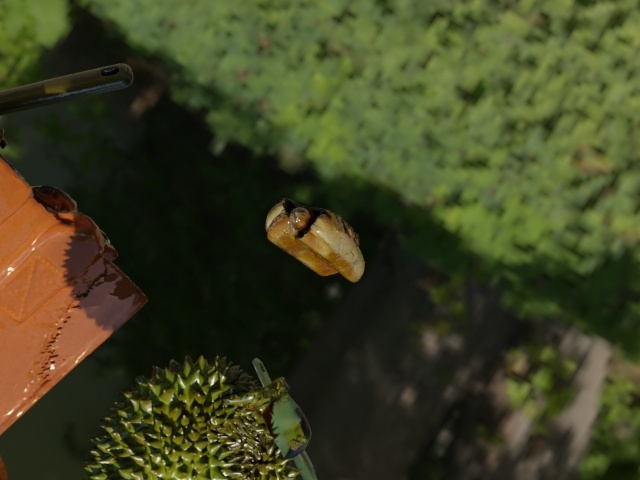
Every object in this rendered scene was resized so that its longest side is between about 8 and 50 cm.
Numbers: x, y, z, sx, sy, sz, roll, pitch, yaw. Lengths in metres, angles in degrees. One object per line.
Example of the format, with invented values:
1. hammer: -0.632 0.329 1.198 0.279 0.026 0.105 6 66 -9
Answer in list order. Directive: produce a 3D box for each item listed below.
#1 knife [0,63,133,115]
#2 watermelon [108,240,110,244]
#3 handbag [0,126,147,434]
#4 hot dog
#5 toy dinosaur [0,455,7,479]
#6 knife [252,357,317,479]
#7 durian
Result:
1. knife: -0.346 -0.123 1.788 0.061 0.343 0.027 -108 5 -46
2. watermelon: -0.226 0.032 1.821 0.061 0.085 0.085 53 172 1
3. handbag: -0.375 0.010 1.577 0.410 0.303 0.116 44 -173 -43
4. hot dog: 0.000 0.000 2.600 0.109 0.072 0.269 16 173 18
5. toy dinosaur: -0.516 0.152 2.535 0.208 0.432 0.097 -8 164 11
6. knife: -0.033 0.174 1.819 0.030 0.014 0.207 49 -173 -37
7. durian: -0.102 0.168 1.398 0.146 0.159 0.198 49 152 35
